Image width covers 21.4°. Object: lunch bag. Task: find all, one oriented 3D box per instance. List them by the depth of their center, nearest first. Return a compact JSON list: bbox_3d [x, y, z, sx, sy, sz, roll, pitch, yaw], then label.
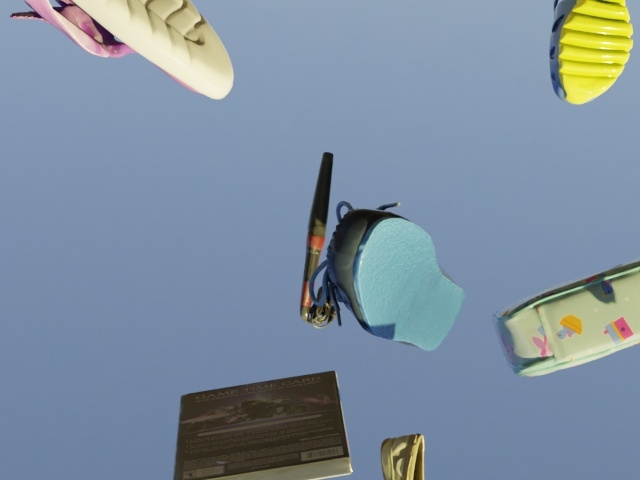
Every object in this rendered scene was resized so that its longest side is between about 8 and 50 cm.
[{"bbox_3d":[0.377,0.099,2.312,0.279,0.108,0.224,-18,178,1],"label":"lunch bag"}]

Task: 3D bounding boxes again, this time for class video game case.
[{"bbox_3d":[-0.069,0.221,1.958,0.196,0.026,0.274,-9,-165,0],"label":"video game case"}]

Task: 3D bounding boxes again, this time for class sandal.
[{"bbox_3d":[-0.258,-0.255,1.555,0.416,0.102,0.169,37,-155,-20],"label":"sandal"},{"bbox_3d":[0.416,-0.358,2.675,0.126,0.317,0.138,17,162,-18],"label":"sandal"}]

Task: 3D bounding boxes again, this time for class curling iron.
[{"bbox_3d":[0.000,0.000,2.576,0.035,0.274,0.068,-8,165,40],"label":"curling iron"}]

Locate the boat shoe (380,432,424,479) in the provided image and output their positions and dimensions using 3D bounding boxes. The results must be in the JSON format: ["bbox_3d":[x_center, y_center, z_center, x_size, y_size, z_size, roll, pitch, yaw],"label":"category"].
[{"bbox_3d":[0.106,0.299,1.945,0.048,0.153,0.056,-14,164,23],"label":"boat shoe"}]

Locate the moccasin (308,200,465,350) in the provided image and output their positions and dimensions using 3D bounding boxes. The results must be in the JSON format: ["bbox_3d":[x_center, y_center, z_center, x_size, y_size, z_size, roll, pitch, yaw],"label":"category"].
[{"bbox_3d":[0.055,0.045,1.825,0.117,0.138,0.342,29,170,23],"label":"moccasin"}]
